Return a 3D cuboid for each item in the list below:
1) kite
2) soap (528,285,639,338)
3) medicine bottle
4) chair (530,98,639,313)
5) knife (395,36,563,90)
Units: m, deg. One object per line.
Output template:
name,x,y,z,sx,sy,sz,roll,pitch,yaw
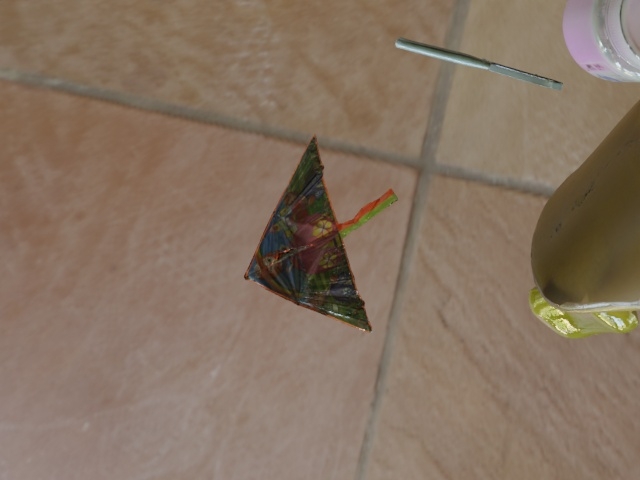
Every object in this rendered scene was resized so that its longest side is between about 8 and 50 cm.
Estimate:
kite,0.000,0.000,1.209,0.159,0.010,0.190,-25,67,25
soap,0.290,0.073,1.560,0.089,0.140,0.045,41,67,-16
medicine bottle,0.387,-0.264,1.694,0.152,0.254,0.152,-1,97,-4
chair,0.211,-0.059,0.547,0.172,0.159,0.247,18,122,-10
knife,0.184,-0.201,1.607,0.210,0.028,0.015,13,94,-13
